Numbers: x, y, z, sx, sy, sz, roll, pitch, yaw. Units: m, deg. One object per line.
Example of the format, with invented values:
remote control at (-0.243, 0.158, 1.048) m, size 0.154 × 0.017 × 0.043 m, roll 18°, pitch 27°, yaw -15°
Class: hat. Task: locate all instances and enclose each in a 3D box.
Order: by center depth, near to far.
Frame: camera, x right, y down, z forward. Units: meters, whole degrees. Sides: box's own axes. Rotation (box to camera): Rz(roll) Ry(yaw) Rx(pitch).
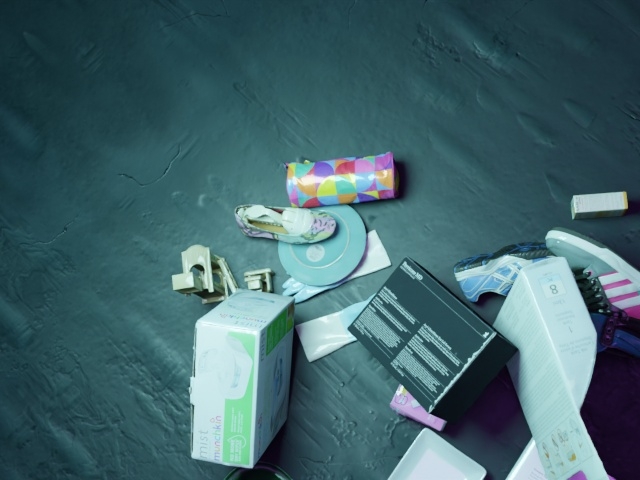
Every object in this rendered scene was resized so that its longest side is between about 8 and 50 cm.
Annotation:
hat at (-0.128, 0.515, 1.696) m, size 0.173 × 0.183 × 0.208 m, roll -37°, pitch 74°, yaw 0°

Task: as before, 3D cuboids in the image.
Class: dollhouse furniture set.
dollhouse furniture set at (-0.191, 0.052, 1.814) m, size 0.161 × 0.182 × 0.101 m, roll -10°, pitch 76°, yaw 9°

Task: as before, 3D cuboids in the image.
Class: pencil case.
pencil case at (0.042, -0.125, 1.856) m, size 0.236 × 0.104 × 0.104 m, roll -3°, pitch 77°, yaw 9°

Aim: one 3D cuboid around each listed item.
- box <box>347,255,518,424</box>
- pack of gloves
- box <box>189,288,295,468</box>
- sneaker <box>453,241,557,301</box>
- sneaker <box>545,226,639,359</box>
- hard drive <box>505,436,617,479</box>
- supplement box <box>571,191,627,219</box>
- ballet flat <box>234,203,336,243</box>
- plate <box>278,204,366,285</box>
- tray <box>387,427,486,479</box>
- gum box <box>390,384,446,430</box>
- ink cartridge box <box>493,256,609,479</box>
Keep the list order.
box at (0.200, 0.179, 1.672) m, size 0.184 × 0.103 × 0.261 m, roll -52°, pitch 46°, yaw 7°
pack of gloves at (0.042, 0.107, 1.829) m, size 0.232 × 0.046 × 0.195 m, roll -25°, pitch 75°, yaw 4°
box at (-0.144, 0.248, 1.693) m, size 0.127 × 0.231 × 0.262 m, roll 7°, pitch 102°, yaw 12°
sneaker at (0.367, 0.058, 1.773) m, size 0.211 × 0.080 × 0.081 m, roll -14°, pitch 101°, yaw 5°
sneaker at (0.508, 0.121, 1.688) m, size 0.295 × 0.124 × 0.178 m, roll 36°, pitch 81°, yaw 2°
hard drive at (0.404, 0.532, 1.666) m, size 0.203 × 0.040 × 0.307 m, roll 32°, pitch 85°, yaw 16°
supplement box at (0.539, -0.067, 1.766) m, size 0.098 × 0.062 × 0.036 m, roll -4°, pitch 77°, yaw 9°
ballet flat at (-0.080, -0.040, 1.842) m, size 0.222 × 0.079 × 0.077 m, roll 5°, pitch 67°, yaw 27°
plate at (0.000, 0.000, 1.858) m, size 0.188 × 0.024 × 0.188 m, roll -5°, pitch 69°, yaw 14°
tray at (0.181, 0.504, 1.721) m, size 0.145 × 0.030 × 0.270 m, roll 34°, pitch 86°, yaw 17°
gum box at (0.222, 0.267, 1.749) m, size 0.107 × 0.062 × 0.188 m, roll 26°, pitch 83°, yaw 16°
ink cartridge box at (0.419, 0.259, 1.559) m, size 0.091 × 0.308 × 0.385 m, roll -16°, pitch 67°, yaw -6°
